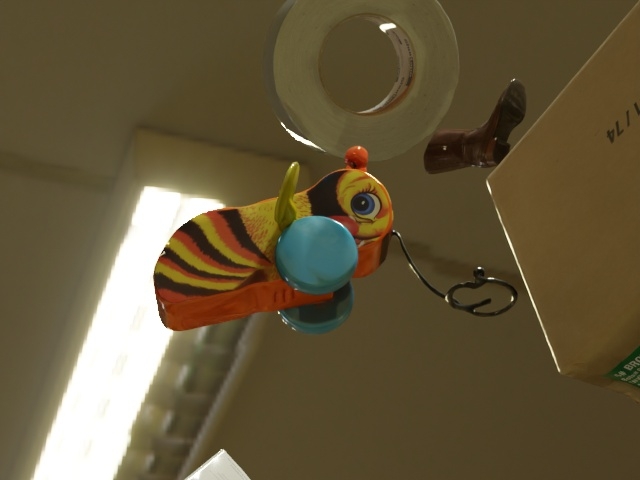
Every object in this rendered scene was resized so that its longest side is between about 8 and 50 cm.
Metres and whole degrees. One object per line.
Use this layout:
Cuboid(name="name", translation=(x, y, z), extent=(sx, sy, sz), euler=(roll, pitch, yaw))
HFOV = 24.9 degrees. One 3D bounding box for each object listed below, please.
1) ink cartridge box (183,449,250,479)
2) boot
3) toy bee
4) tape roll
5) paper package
Cuboid(name="ink cartridge box", translation=(-0.216, 0.433, 2.194), extent=(0.092, 0.218, 0.158), euler=(48, -53, 9))
Cuboid(name="boot", translation=(0.164, -0.123, 1.577), extent=(0.037, 0.106, 0.114), euler=(34, -22, -31))
Cuboid(name="toy bee", translation=(0.000, 0.000, 1.288), extent=(0.298, 0.162, 0.195), euler=(9, -34, -21))
Cuboid(name="tape roll", translation=(0.046, -0.201, 1.664), extent=(0.219, 0.072, 0.219), euler=(-1, -84, -12))
Cuboid(name="paper package", translation=(0.325, -0.055, 1.230), extent=(0.168, 0.309, 0.325), euler=(27, -62, -24))
